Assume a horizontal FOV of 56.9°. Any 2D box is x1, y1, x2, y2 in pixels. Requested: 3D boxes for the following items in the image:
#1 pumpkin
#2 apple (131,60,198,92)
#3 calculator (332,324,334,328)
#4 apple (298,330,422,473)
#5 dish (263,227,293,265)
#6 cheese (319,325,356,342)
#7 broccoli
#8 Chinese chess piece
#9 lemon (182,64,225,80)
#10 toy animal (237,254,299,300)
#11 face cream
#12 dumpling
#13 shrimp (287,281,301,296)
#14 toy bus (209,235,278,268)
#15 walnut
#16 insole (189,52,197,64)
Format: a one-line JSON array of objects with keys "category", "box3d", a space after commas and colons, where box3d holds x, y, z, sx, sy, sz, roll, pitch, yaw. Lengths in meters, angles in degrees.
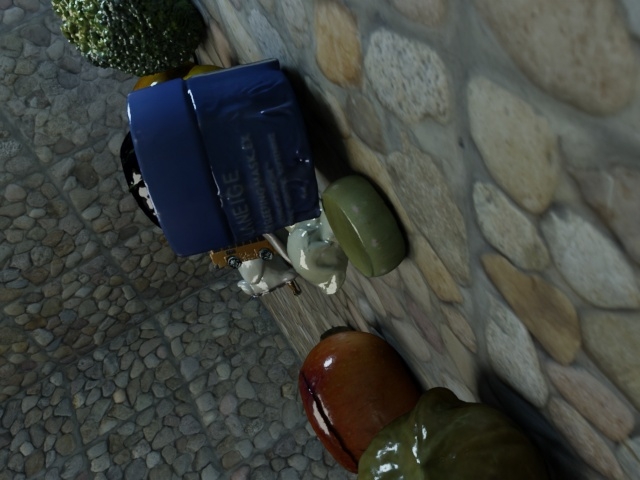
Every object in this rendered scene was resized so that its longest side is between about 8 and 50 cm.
[{"category": "pumpkin", "box3d": [-0.273, -0.151, 1.282, 0.296, 0.295, 0.296, 56, 168, 19]}, {"category": "apple", "box3d": [-0.355, -0.342, 1.471, 0.236, 0.208, 0.237, 30, 160, 13]}, {"category": "calculator", "box3d": [0.111, 0.359, 1.574, 0.274, 0.028, 0.166, 53, 166, 33]}, {"category": "apple", "box3d": [0.082, 0.309, 1.155, 0.272, 0.206, 0.251, 60, 180, 14]}, {"category": "dish", "box3d": [-0.082, -0.022, 1.304, 0.229, 0.081, 0.229, 45, 174, 6]}, {"category": "cheese", "box3d": [0.079, 0.302, 1.421, 0.203, 0.091, 0.175, 61, 168, -13]}, {"category": "broccoli", "box3d": [-0.398, -0.466, 1.172, 0.302, 0.249, 0.375, 60, 174, -16]}, {"category": "Chinese chess piece", "box3d": [0.058, -0.020, 0.800, 0.144, 0.058, 0.144, 58, 170, 16]}, {"category": "lemon", "box3d": [-0.197, -0.227, 1.115, 0.207, 0.170, 0.170, 59, 169, 6]}, {"category": "toy animal", "box3d": [-0.199, 0.038, 1.746, 0.289, 0.174, 0.249, 56, 167, 12]}, {"category": "face cream", "box3d": [-0.131, -0.122, 0.856, 0.249, 0.224, 0.249, 162, 90, -85]}, {"category": "dumpling", "box3d": [0.002, 0.002, 1.050, 0.134, 0.099, 0.169, -56, 33, 39]}, {"category": "shrimp", "box3d": [-0.114, 0.136, 1.972, 0.166, 0.049, 0.161, 46, 162, 25]}, {"category": "toy bus", "box3d": [-0.193, -0.003, 1.521, 0.098, 0.200, 0.114, -68, -39, -60]}, {"category": "walnut", "box3d": [0.171, 0.317, 0.731, 0.283, 0.227, 0.283, 32, -127, -57]}, {"category": "insole", "box3d": [-0.329, -0.458, 1.490, 0.081, 0.011, 0.248, 56, 168, 15]}]
